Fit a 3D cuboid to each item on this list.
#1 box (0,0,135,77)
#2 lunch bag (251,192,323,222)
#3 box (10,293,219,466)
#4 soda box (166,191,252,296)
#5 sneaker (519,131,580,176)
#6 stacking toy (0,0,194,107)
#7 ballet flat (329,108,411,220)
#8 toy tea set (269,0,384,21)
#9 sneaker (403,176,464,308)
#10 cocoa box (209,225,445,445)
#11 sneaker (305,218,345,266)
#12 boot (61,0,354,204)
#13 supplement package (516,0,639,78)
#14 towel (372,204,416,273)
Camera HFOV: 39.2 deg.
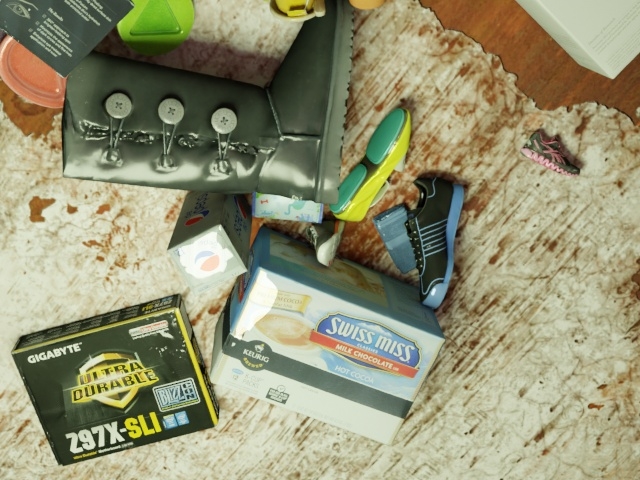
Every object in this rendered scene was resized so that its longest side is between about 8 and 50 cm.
[{"bbox_3d":[-0.389,-0.354,1.315,0.158,0.093,0.156,-43,137,7],"label":"box"},{"bbox_3d":[-0.053,-0.117,1.563,0.128,0.096,0.151,4,118,-3],"label":"lunch bag"},{"bbox_3d":[-0.378,0.265,1.690,0.321,0.079,0.257,-14,111,2],"label":"box"},{"bbox_3d":[-0.177,-0.017,1.490,0.098,0.286,0.091,-26,109,7],"label":"soda box"},{"bbox_3d":[0.418,-0.154,1.602,0.119,0.047,0.057,25,95,-12],"label":"sneaker"},{"bbox_3d":[-0.379,-0.368,1.472,0.279,0.130,0.309,19,114,-42],"label":"stacking toy"},{"bbox_3d":[0.103,-0.127,1.586,0.077,0.077,0.231,24,110,-32],"label":"ballet flat"},{"bbox_3d":[0.066,-0.454,1.390,0.335,0.200,0.124,-7,140,0],"label":"toy tea set"},{"bbox_3d":[0.189,0.001,1.594,0.090,0.081,0.232,12,78,-9],"label":"sneaker"},{"bbox_3d":[0.008,0.162,1.588,0.347,0.231,0.228,22,107,-10],"label":"cocoa box"},{"bbox_3d":[0.000,0.000,1.577,0.064,0.158,0.061,15,107,5],"label":"sneaker"},{"bbox_3d":[-0.177,-0.253,1.443,0.444,0.146,0.367,6,82,-2],"label":"boot"},{"bbox_3d":[0.406,-0.430,1.432,0.293,0.177,0.175,40,103,-15],"label":"supplement package"},{"bbox_3d":[0.149,-0.003,1.646,0.067,0.029,0.119,-27,107,4],"label":"towel"}]
